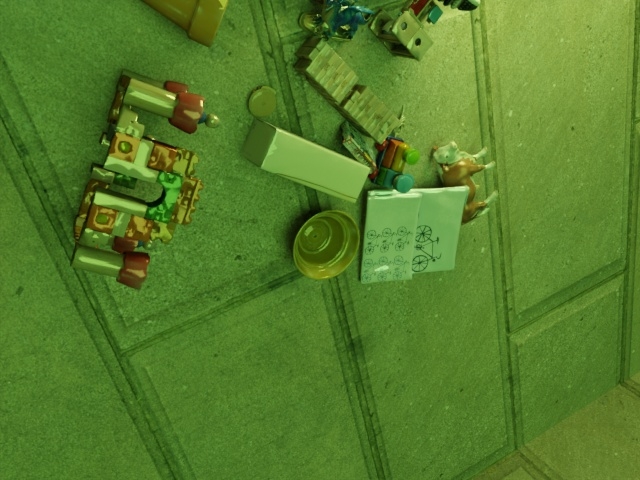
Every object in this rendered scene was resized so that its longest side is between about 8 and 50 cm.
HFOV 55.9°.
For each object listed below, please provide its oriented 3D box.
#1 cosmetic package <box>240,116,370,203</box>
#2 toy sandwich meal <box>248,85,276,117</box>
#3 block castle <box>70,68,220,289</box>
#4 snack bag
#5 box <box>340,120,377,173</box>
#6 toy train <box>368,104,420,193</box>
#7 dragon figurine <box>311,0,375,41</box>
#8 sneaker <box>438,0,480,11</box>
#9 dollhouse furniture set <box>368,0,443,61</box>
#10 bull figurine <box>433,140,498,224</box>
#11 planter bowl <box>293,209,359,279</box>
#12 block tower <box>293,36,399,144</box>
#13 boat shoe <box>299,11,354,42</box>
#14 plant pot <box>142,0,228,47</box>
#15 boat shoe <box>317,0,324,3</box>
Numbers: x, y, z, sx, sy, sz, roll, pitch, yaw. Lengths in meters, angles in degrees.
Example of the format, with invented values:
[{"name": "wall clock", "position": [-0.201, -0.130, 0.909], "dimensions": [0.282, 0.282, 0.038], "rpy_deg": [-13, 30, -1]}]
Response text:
[{"name": "cosmetic package", "position": [-0.039, -0.214, 1.627], "dimensions": [0.309, 0.160, 0.113], "rpy_deg": [17, 103, -32]}, {"name": "toy sandwich meal", "position": [-0.153, -0.364, 1.580], "dimensions": [0.085, 0.029, 0.086], "rpy_deg": [-13, 121, -22]}, {"name": "block castle", "position": [-0.402, -0.143, 1.377], "dimensions": [0.212, 0.303, 0.453], "rpy_deg": [17, 102, -26]}, {"name": "snack bag", "position": [0.296, -0.015, 1.908], "dimensions": [0.342, 0.037, 0.323], "rpy_deg": [-4, 119, -13]}, {"name": "box", "position": [0.109, -0.266, 1.724], "dimensions": [0.027, 0.094, 0.137], "rpy_deg": [-31, 127, 22]}, {"name": "toy train", "position": [0.238, -0.265, 1.762], "dimensions": [0.105, 0.143, 0.248], "rpy_deg": [9, 107, -31]}, {"name": "dragon figurine", "position": [0.074, -0.577, 1.503], "dimensions": [0.289, 0.144, 0.085], "rpy_deg": [-18, 77, -40]}, {"name": "sneaker", "position": [0.314, -0.721, 1.587], "dimensions": [0.292, 0.110, 0.118], "rpy_deg": [35, 83, -11]}, {"name": "dollhouse furniture set", "position": [0.250, -0.606, 1.632], "dimensions": [0.129, 0.129, 0.184], "rpy_deg": [36, 92, -34]}, {"name": "bull figurine", "position": [0.461, -0.195, 1.931], "dimensions": [0.188, 0.101, 0.310], "rpy_deg": [-16, 123, -3]}, {"name": "planter bowl", "position": [0.000, 0.000, 1.779], "dimensions": [0.217, 0.090, 0.217], "rpy_deg": [-12, 116, -25]}, {"name": "block tower", "position": [0.069, -0.403, 1.645], "dimensions": [0.335, 0.097, 0.091], "rpy_deg": [38, 90, -33]}, {"name": "boat shoe", "position": [0.017, -0.555, 1.576], "dimensions": [0.153, 0.048, 0.056], "rpy_deg": [14, 103, -32]}, {"name": "plant pot", "position": [-0.297, -0.561, 1.330], "dimensions": [0.188, 0.205, 0.205], "rpy_deg": [19, 101, -17]}, {"name": "boat shoe", "position": [0.038, -0.697, 1.512], "dimensions": [0.073, 0.073, 0.207], "rpy_deg": [6, 108, -33]}]
